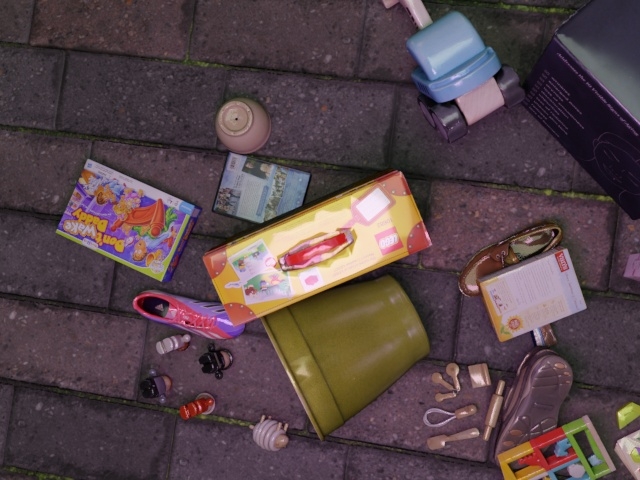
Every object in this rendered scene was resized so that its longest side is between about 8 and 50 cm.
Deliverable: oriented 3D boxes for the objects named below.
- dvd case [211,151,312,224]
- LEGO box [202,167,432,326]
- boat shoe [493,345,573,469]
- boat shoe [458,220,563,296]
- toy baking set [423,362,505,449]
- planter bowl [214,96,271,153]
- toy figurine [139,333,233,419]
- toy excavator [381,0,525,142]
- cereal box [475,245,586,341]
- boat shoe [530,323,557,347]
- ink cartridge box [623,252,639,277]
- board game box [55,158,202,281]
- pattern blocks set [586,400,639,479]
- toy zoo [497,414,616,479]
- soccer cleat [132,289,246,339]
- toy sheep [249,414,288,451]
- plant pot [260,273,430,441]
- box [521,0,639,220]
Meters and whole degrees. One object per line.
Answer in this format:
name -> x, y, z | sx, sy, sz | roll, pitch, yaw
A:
dvd case -> -0.168, -0.134, 1.986 | 0.253, 0.022, 0.180 | 16, 90, 8
LEGO box -> 0.000, 0.000, 1.769 | 0.500, 0.372, 0.193 | -23, 95, 6
boat shoe -> 0.542, 0.432, 1.814 | 0.132, 0.130, 0.355 | 17, 110, -9
boat shoe -> 0.496, 0.043, 1.848 | 0.307, 0.104, 0.110 | -37, 85, 5
toy baking set -> 0.379, 0.444, 1.864 | 0.197, 0.030, 0.256 | 10, 83, 26
planter bowl -> -0.226, -0.331, 1.960 | 0.162, 0.109, 0.162 | 0, 86, 8
toy figurine -> -0.368, 0.368, 1.930 | 0.209, 0.148, 0.213 | 20, 92, 14
toy excavator -> 0.297, -0.530, 1.828 | 0.222, 0.433, 0.445 | -29, 112, 5
cereal box -> 0.537, 0.136, 1.786 | 0.240, 0.047, 0.173 | -21, 101, 0
boat shoe -> 0.580, 0.196, 1.855 | 0.066, 0.066, 0.183 | -15, 95, 2
ink cartridge box -> 0.852, 0.076, 1.753 | 0.115, 0.198, 0.067 | 17, 89, 8
board game box -> -0.546, -0.057, 2.002 | 0.347, 0.078, 0.233 | 23, 90, 8
pattern blocks set -> 0.877, 0.548, 1.813 | 0.325, 0.026, 0.285 | -44, 83, 4
toy zoo -> 0.584, 0.578, 1.792 | 0.293, 0.030, 0.192 | -28, 115, 10
soccer cleat -> -0.366, 0.208, 1.945 | 0.318, 0.116, 0.108 | 14, 89, 8
toy sheep -> -0.141, 0.529, 1.918 | 0.132, 0.091, 0.091 | 14, 89, 37
plant pot -> 0.075, 0.263, 1.792 | 0.353, 0.366, 0.366 | -27, 84, -6
box -> 0.760, -0.329, 1.650 | 0.297, 0.472, 0.480 | -42, 83, 4
